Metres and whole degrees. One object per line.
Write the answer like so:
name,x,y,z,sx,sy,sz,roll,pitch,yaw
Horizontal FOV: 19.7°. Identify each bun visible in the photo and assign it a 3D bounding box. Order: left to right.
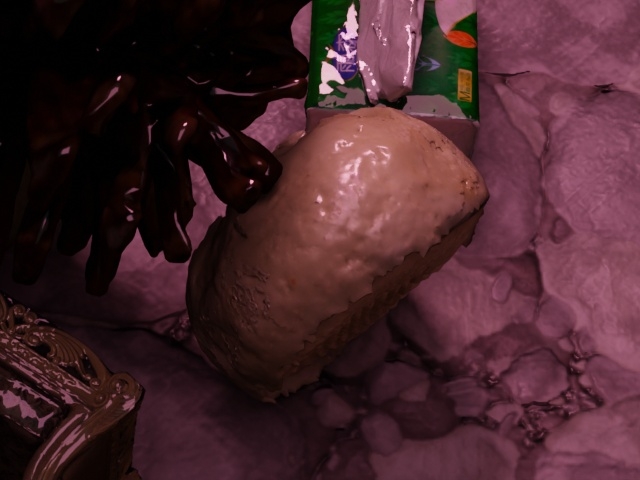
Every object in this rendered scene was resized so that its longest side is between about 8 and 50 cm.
bun,0.000,0.000,1.411,0.259,0.259,0.152,-36,81,-22

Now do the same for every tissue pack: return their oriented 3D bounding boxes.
tissue pack,0.063,-0.182,1.582,0.148,0.156,0.209,4,62,-1

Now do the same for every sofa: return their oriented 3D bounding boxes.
sofa,-0.265,0.153,1.339,0.258,0.200,0.182,32,61,10

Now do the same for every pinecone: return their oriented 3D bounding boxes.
pinecone,-0.181,-0.141,1.272,0.397,0.398,0.398,3,61,-5

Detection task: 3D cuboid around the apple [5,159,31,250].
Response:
apple,-0.341,-0.091,1.474,0.254,0.179,0.346,24,59,32
